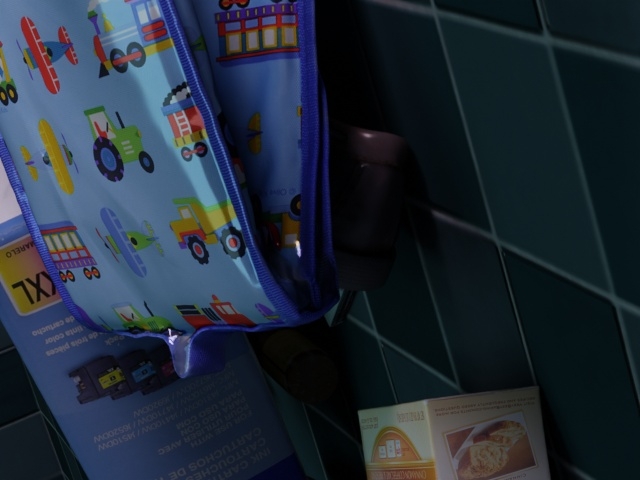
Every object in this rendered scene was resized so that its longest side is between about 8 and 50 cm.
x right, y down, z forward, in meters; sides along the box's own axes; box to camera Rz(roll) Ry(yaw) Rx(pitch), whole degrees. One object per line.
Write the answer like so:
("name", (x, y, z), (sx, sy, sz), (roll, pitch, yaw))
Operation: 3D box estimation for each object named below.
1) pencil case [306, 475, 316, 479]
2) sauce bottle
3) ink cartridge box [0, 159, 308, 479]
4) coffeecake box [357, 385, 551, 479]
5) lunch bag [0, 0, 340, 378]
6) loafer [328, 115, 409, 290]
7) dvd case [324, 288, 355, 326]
("pencil case", (0.011, 0.253, 1.403), (0.124, 0.124, 0.284), (71, 165, -12))
("sauce bottle", (-0.024, 0.085, 1.422), (0.128, 0.042, 0.042), (-142, 33, -67))
("ink cartridge box", (-0.142, 0.049, 1.400), (0.270, 0.151, 0.395), (-120, 5, -51))
("coffeecake box", (0.080, 0.179, 1.060), (0.142, 0.068, 0.185), (152, 111, -74))
("lunch bag", (-0.095, -0.066, 1.064), (0.221, 0.138, 0.293), (-7, 95, 52))
("loafer", (-0.032, -0.079, 1.161), (0.302, 0.109, 0.095), (46, 121, 48))
("dvd case", (0.000, 0.000, 1.276), (0.087, 0.013, 0.119), (64, 163, 16))
